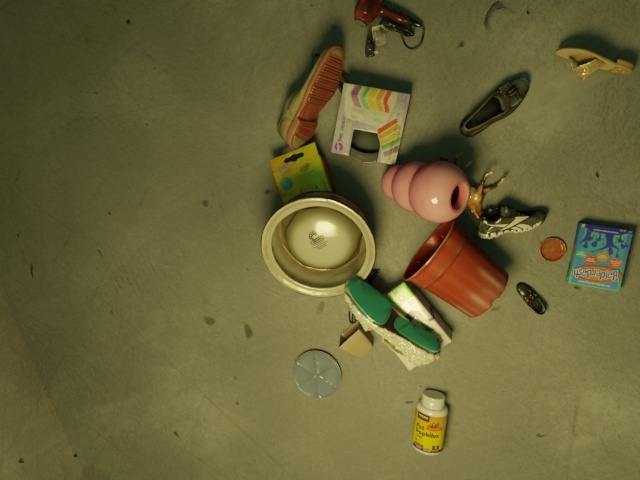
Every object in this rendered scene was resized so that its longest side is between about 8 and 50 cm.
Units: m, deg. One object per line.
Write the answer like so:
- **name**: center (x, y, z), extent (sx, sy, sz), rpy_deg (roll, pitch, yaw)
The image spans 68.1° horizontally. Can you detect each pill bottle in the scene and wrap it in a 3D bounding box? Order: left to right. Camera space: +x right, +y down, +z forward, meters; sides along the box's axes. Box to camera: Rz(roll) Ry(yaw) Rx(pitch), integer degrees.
- **pill bottle**: center (0.410, 0.675, 1.765), extent (0.117, 0.117, 0.214), rpy_deg (7, 98, 14)

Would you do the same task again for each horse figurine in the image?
- **horse figurine**: center (0.514, -0.197, 1.663), extent (0.263, 0.066, 0.174), rpy_deg (31, 120, 2)

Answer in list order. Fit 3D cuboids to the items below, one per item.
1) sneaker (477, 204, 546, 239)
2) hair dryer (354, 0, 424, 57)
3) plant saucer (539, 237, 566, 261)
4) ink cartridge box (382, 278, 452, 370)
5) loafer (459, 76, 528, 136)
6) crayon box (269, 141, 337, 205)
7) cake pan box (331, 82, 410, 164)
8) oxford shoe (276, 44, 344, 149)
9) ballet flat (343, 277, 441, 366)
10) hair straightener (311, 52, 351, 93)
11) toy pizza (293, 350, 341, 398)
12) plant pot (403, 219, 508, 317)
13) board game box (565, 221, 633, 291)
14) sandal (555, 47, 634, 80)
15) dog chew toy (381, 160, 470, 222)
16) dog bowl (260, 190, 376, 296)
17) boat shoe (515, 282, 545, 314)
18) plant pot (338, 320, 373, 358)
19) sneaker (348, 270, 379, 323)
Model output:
- **sneaker**: center (0.650, -0.078, 1.618), extent (0.234, 0.078, 0.106), rpy_deg (-14, 121, 10)
- **hair dryer**: center (0.233, -0.809, 1.693), extent (0.224, 0.080, 0.293), rpy_deg (-14, 98, 0)
- **plant saucer**: center (0.805, 0.032, 1.644), extent (0.084, 0.013, 0.083), rpy_deg (2, 97, 15)
- **ink cartridge box**: center (0.324, 0.305, 1.750), extent (0.198, 0.115, 0.273), rpy_deg (-41, 85, 16)
- **loafer**: center (0.595, -0.451, 1.612), extent (0.267, 0.084, 0.096), rpy_deg (-40, 85, 15)
- **crayon box**: center (-0.048, -0.191, 1.815), extent (0.202, 0.081, 0.318), rpy_deg (-17, 92, 17)
- **cake pan box**: center (0.179, -0.417, 1.718), extent (0.246, 0.070, 0.266), rpy_deg (14, 105, 9)
- **oxford shoe**: center (-0.053, -0.538, 1.737), extent (0.146, 0.140, 0.397), rpy_deg (42, 112, 30)
- **ballet flat**: center (0.227, 0.302, 1.653), extent (0.409, 0.147, 0.147), rpy_deg (38, 104, 8)
- **hair straightener**: center (0.037, -0.602, 1.763), extent (0.089, 0.047, 0.230), rpy_deg (-42, 90, 16)
- **toy pizza**: center (-0.012, 0.539, 1.909), extent (0.201, 0.032, 0.201), rpy_deg (2, 96, 16)
- **plant pot**: center (0.473, 0.108, 1.629), extent (0.265, 0.272, 0.272), rpy_deg (37, 104, 0)
- **board game box**: center (0.935, 0.054, 1.594), extent (0.160, 0.047, 0.210), rpy_deg (9, 99, 14)
- **sandal**: center (0.873, -0.552, 1.525), extent (0.240, 0.088, 0.079), rpy_deg (17, 94, 8)
- **dog chew toy**: center (0.342, -0.181, 1.626), extent (0.332, 0.207, 0.206), rpy_deg (23, 104, 49)
- **dog bowl**: center (0.000, 0.000, 1.715), extent (0.408, 0.150, 0.407), rpy_deg (4, 120, 6)
- **boat shoe**: center (0.742, 0.204, 1.666), extent (0.049, 0.042, 0.133), rpy_deg (-41, 83, 17)
- **plant pot**: center (0.144, 0.385, 1.817), extent (0.096, 0.109, 0.109), rpy_deg (44, 105, -6)
- **sneaker**: center (0.165, 0.215, 1.803), extent (0.098, 0.083, 0.223), rpy_deg (9, 97, 9)
